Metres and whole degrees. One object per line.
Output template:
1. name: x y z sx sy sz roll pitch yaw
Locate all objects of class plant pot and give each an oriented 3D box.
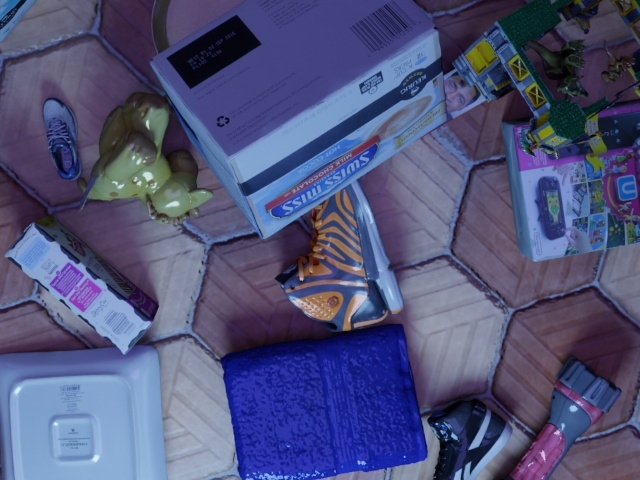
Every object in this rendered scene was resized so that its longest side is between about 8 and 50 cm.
1. plant pot: -0.147 -0.337 1.735 0.236 0.032 0.236 -1 97 -4

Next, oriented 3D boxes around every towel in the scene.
1. towel: 0.005 0.268 1.777 0.308 0.076 0.228 -8 81 -9

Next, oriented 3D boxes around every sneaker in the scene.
1. sneaker: 0.205 0.354 1.822 0.121 0.079 0.217 40 85 -4
2. sneaker: 0.000 0.000 1.738 0.180 0.124 0.321 -21 98 -2
3. sneaker: -0.404 -0.159 1.727 0.052 0.058 0.135 -15 97 -2

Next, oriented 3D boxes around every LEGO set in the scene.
1. LEGO set: 0.367 -0.265 1.684 0.331 0.192 0.255 -41 91 -21

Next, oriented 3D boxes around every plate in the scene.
1. plate: -0.388 0.313 1.760 0.277 0.045 0.278 -4 91 6

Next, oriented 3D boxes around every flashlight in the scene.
1. flashlight: 0.368 0.340 1.812 0.103 0.103 0.304 35 93 -8

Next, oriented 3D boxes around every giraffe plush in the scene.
1. giraffe plush: -0.256 -0.104 1.704 0.170 0.181 0.210 29 83 -28

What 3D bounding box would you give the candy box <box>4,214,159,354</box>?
1. candy box: -0.362 0.064 1.706 0.233 0.159 0.071 40 91 -8

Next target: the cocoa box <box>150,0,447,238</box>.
1. cocoa box: -0.021 -0.217 1.598 0.347 0.228 0.231 -33 61 -8

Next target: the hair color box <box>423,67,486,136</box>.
1. hair color box: 0.188 -0.221 1.764 0.141 0.043 0.072 -31 97 0

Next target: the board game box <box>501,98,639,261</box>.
1. board game box: 0.461 -0.105 1.770 0.303 0.097 0.224 -10 98 -3

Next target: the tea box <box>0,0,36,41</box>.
1. tea box: -0.538 -0.477 1.548 0.329 0.323 0.220 42 93 -8
